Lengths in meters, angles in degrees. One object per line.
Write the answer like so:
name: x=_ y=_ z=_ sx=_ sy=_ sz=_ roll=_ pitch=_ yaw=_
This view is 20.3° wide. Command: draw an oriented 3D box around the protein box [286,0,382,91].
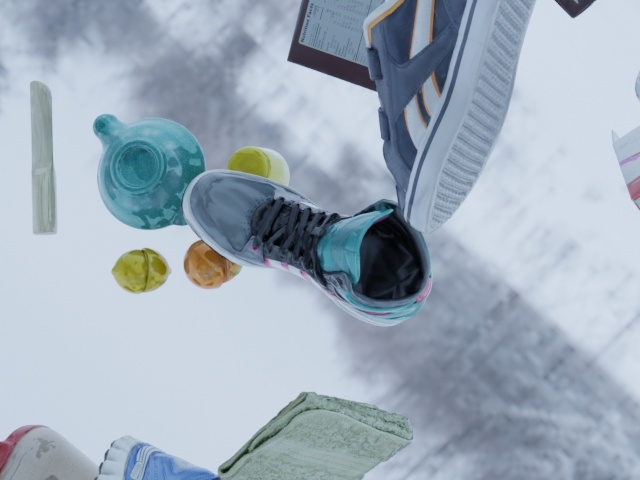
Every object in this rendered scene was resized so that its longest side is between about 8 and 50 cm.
protein box: x=0.102 y=-0.243 z=2.015 sx=0.201 sy=0.136 sz=0.200 roll=21 pitch=-163 yaw=18

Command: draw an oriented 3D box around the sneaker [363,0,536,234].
sneaker: x=0.109 y=-0.160 z=1.671 sx=0.127 sy=0.321 sz=0.126 roll=31 pitch=-141 yaw=21

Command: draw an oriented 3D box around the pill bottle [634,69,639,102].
pill bottle: x=0.379 y=-0.067 z=1.517 sx=0.246 sy=0.130 sz=0.130 roll=54 pitch=178 yaw=-22

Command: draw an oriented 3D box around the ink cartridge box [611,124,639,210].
ink cartridge box: x=0.381 y=-0.061 z=1.936 sx=0.115 sy=0.067 sz=0.198 roll=49 pitch=-163 yaw=-20

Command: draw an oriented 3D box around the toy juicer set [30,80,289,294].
toy juicer set: x=-0.214 y=-0.045 z=2.097 sx=0.329 sy=0.209 sz=0.089 roll=17 pitch=176 yaw=14

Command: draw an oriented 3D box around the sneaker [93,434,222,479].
sneaker: x=-0.168 y=0.325 z=1.690 sx=0.147 sy=0.330 sz=0.130 roll=10 pitch=134 yaw=8

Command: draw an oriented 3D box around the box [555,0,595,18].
box: x=0.307 y=-0.404 z=1.612 sx=0.191 sy=0.381 sz=0.143 roll=43 pitch=-148 yaw=-9

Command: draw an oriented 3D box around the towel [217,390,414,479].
towel: x=-0.002 y=0.162 z=1.369 sx=0.148 sy=0.110 sz=0.027 roll=21 pitch=-146 yaw=-51

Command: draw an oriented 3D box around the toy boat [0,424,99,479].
toy boat: x=-0.360 y=0.319 z=2.201 sx=0.151 sy=0.151 sz=0.231 roll=10 pitch=153 yaw=34

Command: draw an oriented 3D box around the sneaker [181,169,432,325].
sneaker: x=0.000 y=0.000 z=1.932 sx=0.295 sy=0.124 sz=0.178 roll=26 pitch=164 yaw=-12
